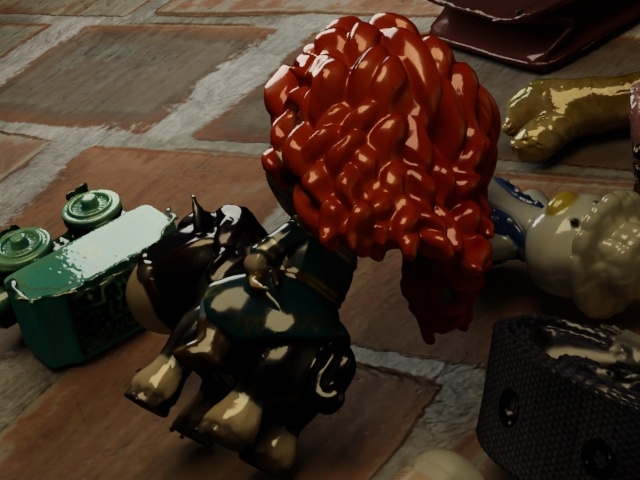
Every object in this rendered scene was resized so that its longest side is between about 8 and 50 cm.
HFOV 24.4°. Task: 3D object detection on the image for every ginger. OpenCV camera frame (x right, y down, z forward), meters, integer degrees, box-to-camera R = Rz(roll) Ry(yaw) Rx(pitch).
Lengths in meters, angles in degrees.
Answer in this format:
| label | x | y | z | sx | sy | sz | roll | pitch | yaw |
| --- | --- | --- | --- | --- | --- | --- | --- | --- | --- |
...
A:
| label | x | y | z | sx | sy | sz | roll | pitch | yaw |
| --- | --- | --- | --- | --- | --- | --- | --- | --- | --- |
| ginger | 0.341 | -0.157 | 1.588 | 0.299 | 0.065 | 0.118 | -15 | 43 | 7 |

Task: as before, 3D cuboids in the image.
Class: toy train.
| label | x | y | z | sx | sy | sz | roll | pitch | yaw |
| --- | --- | --- | --- | --- | --- | --- | --- | --- | --- |
| toy train | -0.239 | 0.036 | 1.527 | 0.203 | 0.112 | 0.163 | -32 | 39 | -24 |

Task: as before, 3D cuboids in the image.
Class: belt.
| label | x | y | z | sx | sy | sz | roll | pitch | yaw |
| --- | --- | --- | --- | --- | --- | --- | --- | --- | --- |
| belt | 0.214 | 0.143 | 1.089 | 0.140 | 0.126 | 0.230 | -3 | 17 | -38 |

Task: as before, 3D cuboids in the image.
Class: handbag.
| label | x | y | z | sx | sy | sz | roll | pitch | yaw |
| --- | --- | --- | --- | --- | --- | --- | --- | --- | --- |
| handbag | 0.296 | -0.319 | 1.881 | 0.275 | 0.084 | 0.260 | -29 | 29 | -21 |

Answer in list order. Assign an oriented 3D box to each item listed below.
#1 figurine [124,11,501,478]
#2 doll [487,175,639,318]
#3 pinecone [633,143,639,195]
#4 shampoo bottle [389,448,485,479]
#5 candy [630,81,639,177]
| label | x | y | z | sx | sy | sz | roll | pitch | yaw |
| --- | --- | --- | --- | --- | --- | --- | --- | --- | --- |
| figurine | -0.009 | 0.005 | 1.282 | 0.412 | 0.241 | 0.306 | -45 | 29 | 11 |
| doll | 0.194 | -0.005 | 1.352 | 0.138 | 0.119 | 0.293 | -26 | 29 | -36 |
| pinecone | 0.362 | -0.069 | 1.347 | 0.165 | 0.163 | 0.163 | -12 | 24 | 46 |
| shampoo bottle | 0.042 | 0.229 | 1.078 | 0.192 | 0.074 | 0.074 | -35 | 34 | -30 |
| candy | 0.332 | -0.109 | 1.474 | 0.043 | 0.103 | 0.103 | -1 | 33 | 15 |
